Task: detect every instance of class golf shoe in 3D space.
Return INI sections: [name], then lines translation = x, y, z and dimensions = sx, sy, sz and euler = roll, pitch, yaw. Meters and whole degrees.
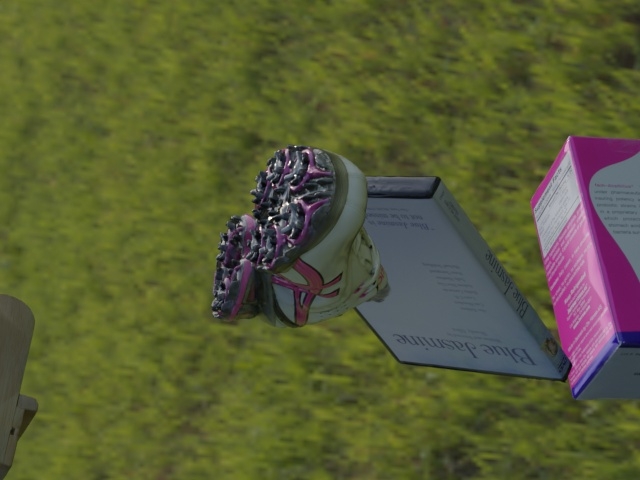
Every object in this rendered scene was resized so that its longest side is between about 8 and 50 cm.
[golf shoe]
translation = 0.000, 0.000, 0.805
dimensions = 0.186, 0.086, 0.067
euler = 133, 144, -67

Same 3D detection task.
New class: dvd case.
[dvd case]
translation = 0.079, 0.033, 1.259
dimensions = 0.180, 0.253, 0.022
euler = 2, 54, 40

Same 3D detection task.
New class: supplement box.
[supplement box]
translation = 0.276, 0.024, 1.376
dimensions = 0.114, 0.111, 0.220
euler = 113, 155, -55

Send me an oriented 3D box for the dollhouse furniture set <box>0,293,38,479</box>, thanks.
[dollhouse furniture set]
translation = -0.422, 0.152, 1.239
dimensions = 0.355, 0.303, 0.174
euler = -52, 24, 44
